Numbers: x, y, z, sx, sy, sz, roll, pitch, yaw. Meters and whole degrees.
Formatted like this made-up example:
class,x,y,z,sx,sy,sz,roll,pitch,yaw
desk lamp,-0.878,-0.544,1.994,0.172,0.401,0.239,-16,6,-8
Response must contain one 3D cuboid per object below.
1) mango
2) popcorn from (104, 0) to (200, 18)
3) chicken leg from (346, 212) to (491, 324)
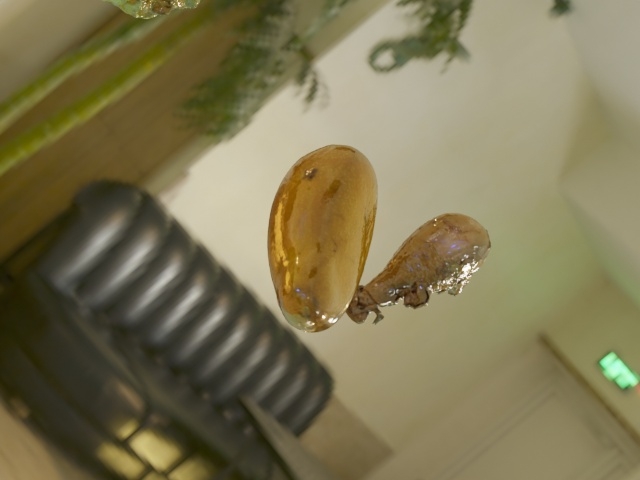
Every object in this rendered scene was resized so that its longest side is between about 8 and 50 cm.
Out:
class,x,y,z,sx,sy,sz,roll,pitch,yaw
mango,-0.005,-0.001,1.617,0.262,0.109,0.157,-67,157,-43
popcorn,-0.236,-0.372,1.929,0.173,0.173,0.142,50,0,-1
chicken leg,0.120,0.042,1.820,0.085,0.207,0.101,50,-14,24
